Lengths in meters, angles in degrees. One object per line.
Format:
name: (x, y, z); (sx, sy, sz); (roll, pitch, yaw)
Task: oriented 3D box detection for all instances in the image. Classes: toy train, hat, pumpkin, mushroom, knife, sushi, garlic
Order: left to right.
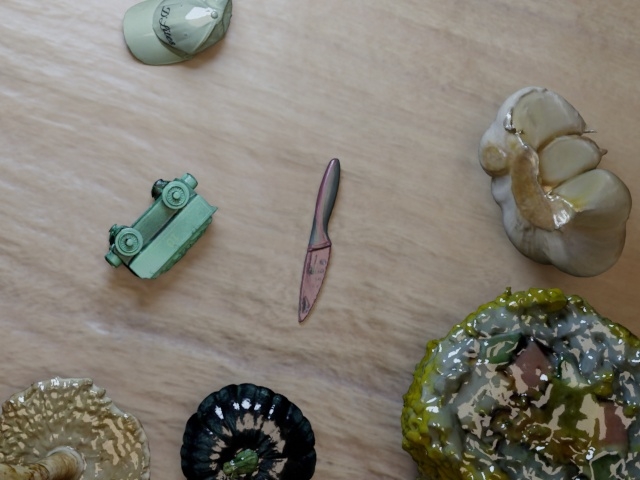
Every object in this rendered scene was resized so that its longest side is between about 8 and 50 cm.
mushroom: (-0.359, 0.326, 1.634); (0.233, 0.302, 0.208); (21, 116, 4)
toy train: (-0.225, -0.016, 1.783); (0.172, 0.070, 0.099); (-47, 106, -10)
hat: (-0.201, -0.322, 1.805); (0.166, 0.081, 0.122); (-9, 86, -2)
pumpkin: (-0.099, 0.294, 1.753); (0.194, 0.150, 0.194); (-5, 100, -29)
knife: (0.000, 0.000, 1.853); (0.035, 0.018, 0.247); (12, 87, -14)
sushi: (0.310, 0.270, 1.773); (0.396, 0.240, 0.351); (36, 78, 1)
garlic: (0.346, -0.074, 1.852); (0.203, 0.185, 0.281); (-22, 70, -37)
